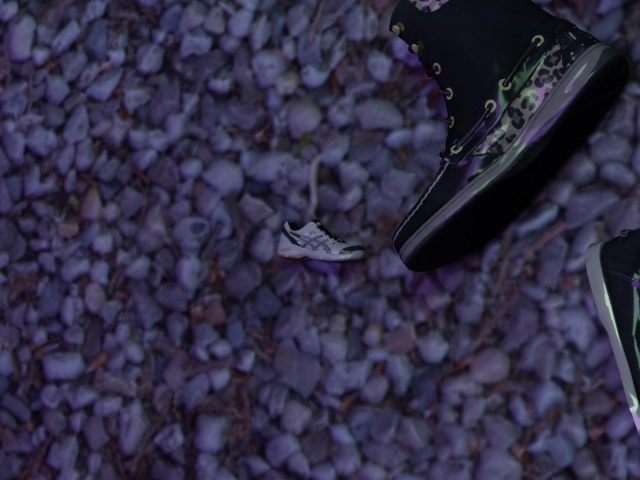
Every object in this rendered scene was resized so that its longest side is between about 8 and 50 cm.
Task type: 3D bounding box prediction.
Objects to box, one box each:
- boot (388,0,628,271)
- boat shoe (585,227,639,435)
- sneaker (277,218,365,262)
[{"bbox_3d":[0.110,-0.108,1.258,0.236,0.085,0.178,-47,63,8],"label":"boot"},{"bbox_3d":[0.265,0.098,1.147,0.079,0.084,0.233,-22,71,24],"label":"boat shoe"},{"bbox_3d":[0.000,0.000,1.329,0.083,0.032,0.037,5,86,28],"label":"sneaker"}]
